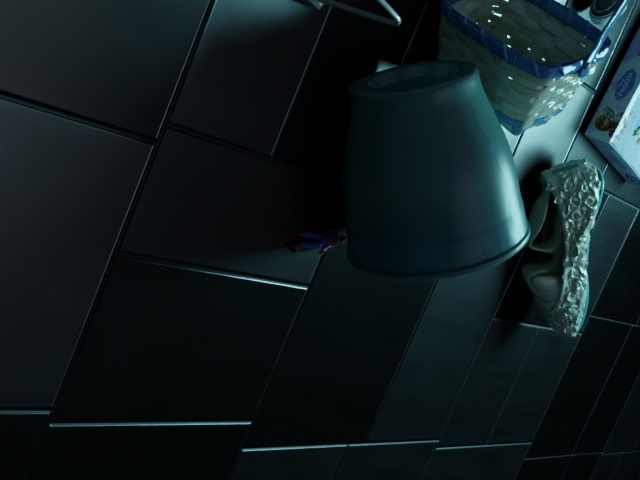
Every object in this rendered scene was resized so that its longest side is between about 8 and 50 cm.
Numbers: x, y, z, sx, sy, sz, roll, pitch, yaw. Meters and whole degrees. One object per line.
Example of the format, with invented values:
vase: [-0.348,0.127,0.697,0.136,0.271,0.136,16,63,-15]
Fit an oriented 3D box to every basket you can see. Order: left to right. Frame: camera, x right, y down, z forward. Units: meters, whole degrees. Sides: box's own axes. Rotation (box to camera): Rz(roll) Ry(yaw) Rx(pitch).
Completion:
basket: [0.301,-0.328,1.358,0.201,0.255,0.289,-30,151,-32]

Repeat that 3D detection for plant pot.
plant pot: [0.151,-0.114,1.317,0.271,0.271,0.255,-28,117,-36]

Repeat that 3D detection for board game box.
board game box: [0.715,-0.303,1.982,0.318,0.065,0.319,27,91,-52]

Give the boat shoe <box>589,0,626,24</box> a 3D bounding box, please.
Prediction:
boat shoe: [0.538,-0.484,1.680,0.183,0.065,0.083,-56,140,-17]

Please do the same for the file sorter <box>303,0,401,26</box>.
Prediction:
file sorter: [0.061,-0.424,1.081,0.193,0.173,0.278,30,88,-53]

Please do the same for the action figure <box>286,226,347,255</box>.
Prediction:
action figure: [0.000,0.000,1.390,0.115,0.030,0.038,-6,112,-49]

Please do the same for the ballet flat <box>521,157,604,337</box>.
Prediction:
ballet flat: [0.477,0.021,1.888,0.147,0.147,0.409,-25,126,-38]
